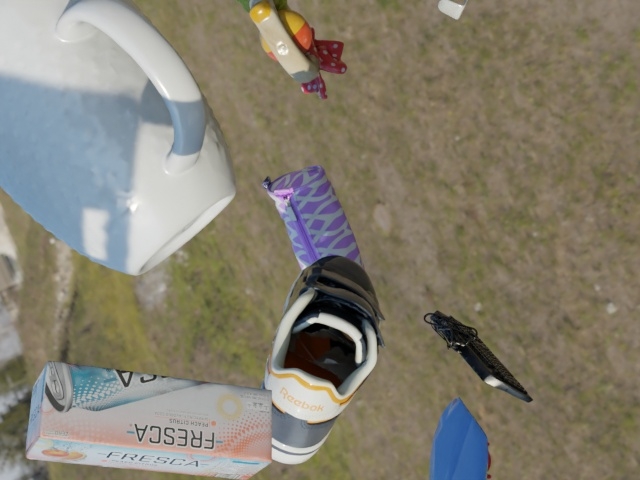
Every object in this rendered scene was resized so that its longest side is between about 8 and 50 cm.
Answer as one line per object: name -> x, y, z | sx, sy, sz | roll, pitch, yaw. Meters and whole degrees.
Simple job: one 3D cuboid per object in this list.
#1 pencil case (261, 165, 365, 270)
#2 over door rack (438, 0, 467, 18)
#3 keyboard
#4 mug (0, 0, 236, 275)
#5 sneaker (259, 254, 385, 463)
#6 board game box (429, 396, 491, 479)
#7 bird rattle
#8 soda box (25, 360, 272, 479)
pencil case -> 0.000, 0.000, 1.382 | 0.206, 0.086, 0.088 | 65, -158, -20
over door rack -> 0.095, -0.453, 1.246 | 0.324, 0.108, 0.239 | 34, 136, 10
keyboard -> 0.192, 0.126, 1.269 | 0.100, 0.038, 0.192 | 25, -169, -22
mug -> -0.253, -0.148, 1.255 | 0.328, 0.276, 0.374 | 50, 149, 0
sneaker -> 0.015, 0.101, 1.188 | 0.321, 0.126, 0.127 | -71, 5, -52
board game box -> 0.184, 0.278, 1.292 | 0.168, 0.033, 0.133 | -124, 46, -67
bird rattle -> -0.056, -0.321, 1.640 | 0.207, 0.143, 0.253 | -82, -30, -62
soda box -> -0.130, 0.142, 0.808 | 0.058, 0.183, 0.063 | 134, 141, -52
